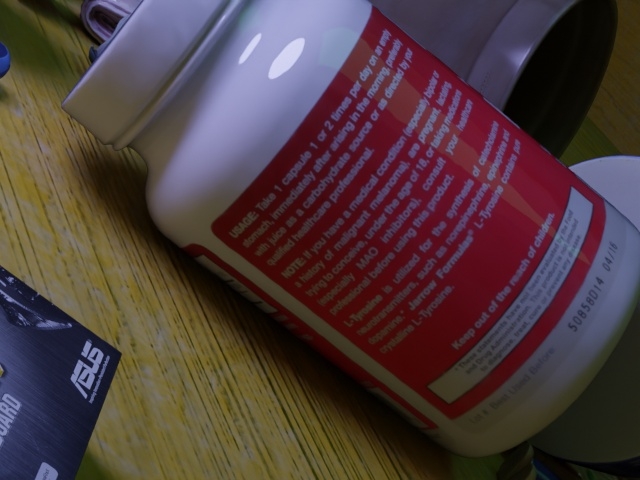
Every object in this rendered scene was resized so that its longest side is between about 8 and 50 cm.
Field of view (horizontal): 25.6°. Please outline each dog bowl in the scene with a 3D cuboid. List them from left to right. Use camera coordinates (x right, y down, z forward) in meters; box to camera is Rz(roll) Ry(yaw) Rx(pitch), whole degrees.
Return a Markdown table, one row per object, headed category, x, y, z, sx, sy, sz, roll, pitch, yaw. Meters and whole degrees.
| category | x | y | z | sx | sy | sz | roll | pitch | yaw |
| --- | --- | --- | --- | --- | --- | --- | --- | --- | --- |
| dog bowl | 0.260 | 0.065 | 1.189 | 0.104 | 0.265 | 0.265 | 20 | 27 | -47 |

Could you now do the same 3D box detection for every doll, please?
| category | x | y | z | sx | sy | sz | roll | pitch | yaw |
| --- | --- | --- | --- | --- | --- | --- | --- | --- | --- |
| doll | 0.226 | 0.237 | 1.124 | 0.189 | 0.046 | 0.129 | 39 | 18 | -7 |

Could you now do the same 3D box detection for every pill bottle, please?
| category | x | y | z | sx | sy | sz | roll | pitch | yaw |
| --- | --- | --- | --- | --- | --- | --- | --- | --- | --- |
| pill bottle | 0.023 | -0.040 | 1.043 | 0.407 | 0.229 | 0.229 | 38 | 17 | -13 |

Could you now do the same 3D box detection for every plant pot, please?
| category | x | y | z | sx | sy | sz | roll | pitch | yaw |
| --- | --- | --- | --- | --- | --- | --- | --- | --- | --- |
| plant pot | 0.193 | -0.242 | 1.883 | 0.280 | 0.323 | 0.323 | 30 | 11 | 23 |

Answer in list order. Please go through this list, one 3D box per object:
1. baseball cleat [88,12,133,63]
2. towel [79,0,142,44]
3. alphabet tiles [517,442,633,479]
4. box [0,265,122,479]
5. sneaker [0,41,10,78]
| category | x | y | z | sx | sy | sz | roll | pitch | yaw |
| --- | --- | --- | --- | --- | --- | --- | --- | --- | --- |
| baseball cleat | -0.107 | -0.164 | 1.244 | 0.206 | 0.072 | 0.109 | -10 | 56 | -44 |
| towel | -0.089 | -0.178 | 1.448 | 0.317 | 0.053 | 0.332 | 39 | 17 | -12 |
| alphabet tiles | 0.181 | 0.123 | 1.337 | 0.342 | 0.011 | 0.285 | 37 | 19 | -22 |
| box | -0.191 | 0.062 | 0.613 | 0.183 | 0.056 | 0.231 | 39 | 17 | -11 |
| sneaker | -0.269 | -0.157 | 0.980 | 0.144 | 0.059 | 0.053 | 26 | 21 | -45 |
